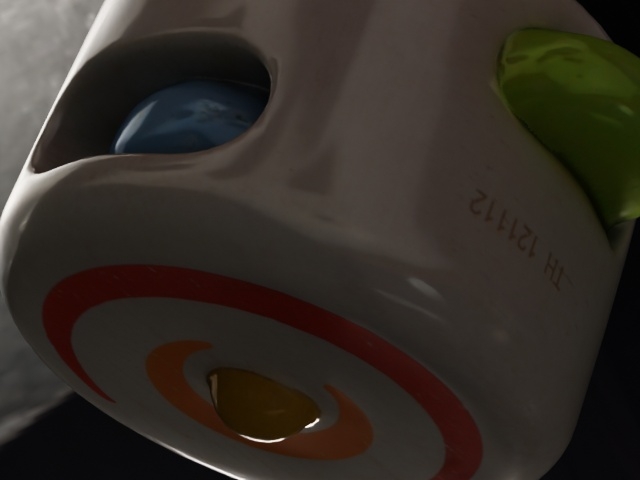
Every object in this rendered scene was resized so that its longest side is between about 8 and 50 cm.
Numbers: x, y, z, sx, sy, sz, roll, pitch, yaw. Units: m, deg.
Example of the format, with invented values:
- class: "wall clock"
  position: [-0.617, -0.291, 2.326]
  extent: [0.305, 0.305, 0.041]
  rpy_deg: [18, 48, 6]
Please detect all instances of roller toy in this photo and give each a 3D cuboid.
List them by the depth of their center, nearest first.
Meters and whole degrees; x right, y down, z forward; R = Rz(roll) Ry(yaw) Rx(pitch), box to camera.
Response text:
- class: "roller toy"
  position: [0.000, 0.000, 0.568]
  extent: [0.209, 0.191, 0.146]
  rpy_deg: [109, 1, -62]
